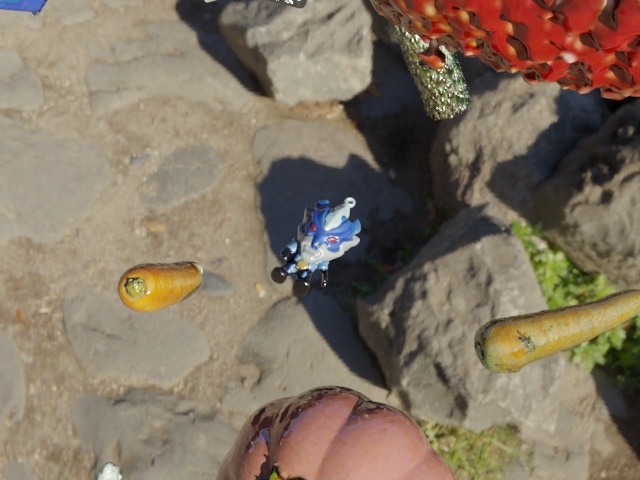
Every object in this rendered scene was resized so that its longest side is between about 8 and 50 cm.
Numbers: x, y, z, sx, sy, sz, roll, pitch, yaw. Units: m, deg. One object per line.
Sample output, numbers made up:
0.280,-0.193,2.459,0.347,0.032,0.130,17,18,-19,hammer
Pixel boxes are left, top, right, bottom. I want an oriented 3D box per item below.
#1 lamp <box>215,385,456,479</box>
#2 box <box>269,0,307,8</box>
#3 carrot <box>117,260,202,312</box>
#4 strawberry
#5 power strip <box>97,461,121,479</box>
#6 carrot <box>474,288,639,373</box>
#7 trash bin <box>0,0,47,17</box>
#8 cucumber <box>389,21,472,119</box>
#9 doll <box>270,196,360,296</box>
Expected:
0.027,0.315,1.104,0.305,0.305,0.239,35,26,20,lamp
-0.085,-0.397,1.462,0.125,0.027,0.126,11,26,-17,box
-0.219,0.061,1.295,0.067,0.067,0.225,22,6,9,carrot
0.187,-0.222,0.713,0.343,0.292,0.292,-6,42,23,strawberry
-0.176,0.222,0.810,0.035,0.083,0.055,2,53,-8,power strip
0.355,0.113,1.311,0.298,0.078,0.078,-17,53,-13,carrot
-0.542,-0.455,1.474,0.234,0.162,0.184,-2,56,-51,trash bin
0.175,-0.382,1.684,0.096,0.359,0.096,-18,37,14,cucumber
0.000,0.000,1.393,0.096,0.070,0.195,33,54,6,doll
